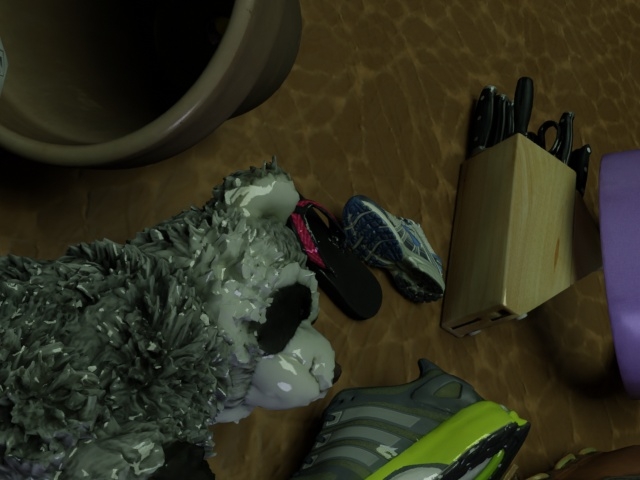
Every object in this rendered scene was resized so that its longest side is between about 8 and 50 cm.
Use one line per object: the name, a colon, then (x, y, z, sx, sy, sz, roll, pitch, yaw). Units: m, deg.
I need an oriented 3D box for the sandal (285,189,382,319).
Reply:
sandal: (0.000, 0.000, 0.828, 0.179, 0.040, 0.067, 43, 50, -16)

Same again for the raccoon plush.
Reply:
raccoon plush: (-0.187, 0.020, 0.571, 0.446, 0.216, 0.299, 36, 45, -22)

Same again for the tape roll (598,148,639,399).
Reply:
tape roll: (0.373, 0.035, 1.003, 0.274, 0.090, 0.275, -7, 90, -67)

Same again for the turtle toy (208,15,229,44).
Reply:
turtle toy: (-0.083, -0.213, 0.836, 0.130, 0.066, 0.095, 23, 56, -29)

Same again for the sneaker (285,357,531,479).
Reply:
sneaker: (0.022, 0.192, 0.729, 0.299, 0.111, 0.121, -20, 42, -30)

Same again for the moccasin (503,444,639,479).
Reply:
moccasin: (0.204, 0.267, 0.825, 0.380, 0.147, 0.139, -19, 98, -46)

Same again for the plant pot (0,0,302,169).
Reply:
plant pot: (-0.122, -0.179, 0.677, 0.263, 0.263, 0.229, 68, 17, 6)

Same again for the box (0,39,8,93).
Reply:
box: (-0.299, -0.077, 0.535, 0.206, 0.036, 0.114, 0, 54, -2)

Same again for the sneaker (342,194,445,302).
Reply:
sneaker: (0.072, 0.001, 0.888, 0.135, 0.052, 0.058, 47, 39, -23)

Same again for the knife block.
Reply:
knife block: (0.198, -0.053, 0.982, 0.275, 0.088, 0.242, -22, 85, -42)
